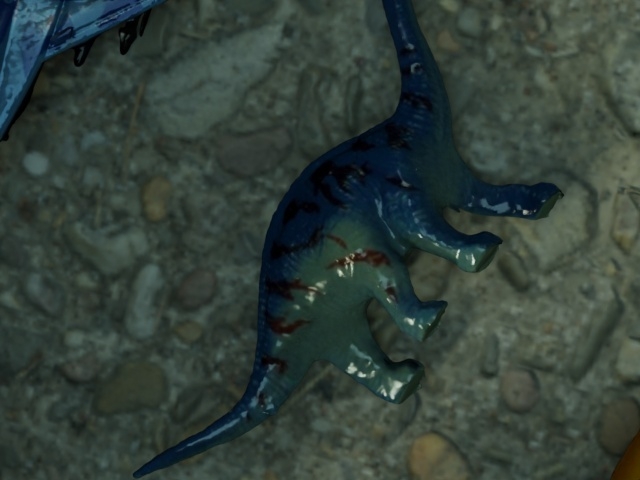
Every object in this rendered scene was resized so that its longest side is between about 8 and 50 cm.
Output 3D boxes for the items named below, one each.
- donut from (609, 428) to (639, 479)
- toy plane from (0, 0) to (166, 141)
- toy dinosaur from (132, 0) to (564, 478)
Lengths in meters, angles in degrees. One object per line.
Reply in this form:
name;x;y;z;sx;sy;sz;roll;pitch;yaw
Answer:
donut;0.222;0.145;0.986;0.178;0.065;0.162;-44;72;-11
toy plane;-0.165;-0.107;1.047;0.169;0.078;0.246;18;100;7
toy dinosaur;0.031;0.003;1.023;0.144;0.076;0.329;24;92;13
